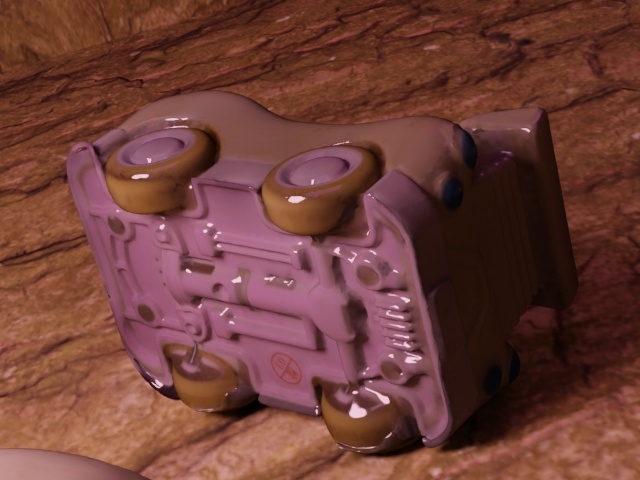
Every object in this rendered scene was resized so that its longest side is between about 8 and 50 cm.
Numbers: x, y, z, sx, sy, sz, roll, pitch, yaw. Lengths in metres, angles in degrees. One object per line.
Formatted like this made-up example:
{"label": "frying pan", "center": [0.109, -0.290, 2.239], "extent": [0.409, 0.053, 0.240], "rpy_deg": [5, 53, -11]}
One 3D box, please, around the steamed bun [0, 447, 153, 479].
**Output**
{"label": "steamed bun", "center": [-0.177, 0.238, 0.681], "extent": [0.334, 0.233, 0.312], "rpy_deg": [-48, 27, 10]}

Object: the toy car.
{"label": "toy car", "center": [0.000, 0.000, 1.225], "extent": [0.336, 0.242, 0.226], "rpy_deg": [9, 35, 40]}
